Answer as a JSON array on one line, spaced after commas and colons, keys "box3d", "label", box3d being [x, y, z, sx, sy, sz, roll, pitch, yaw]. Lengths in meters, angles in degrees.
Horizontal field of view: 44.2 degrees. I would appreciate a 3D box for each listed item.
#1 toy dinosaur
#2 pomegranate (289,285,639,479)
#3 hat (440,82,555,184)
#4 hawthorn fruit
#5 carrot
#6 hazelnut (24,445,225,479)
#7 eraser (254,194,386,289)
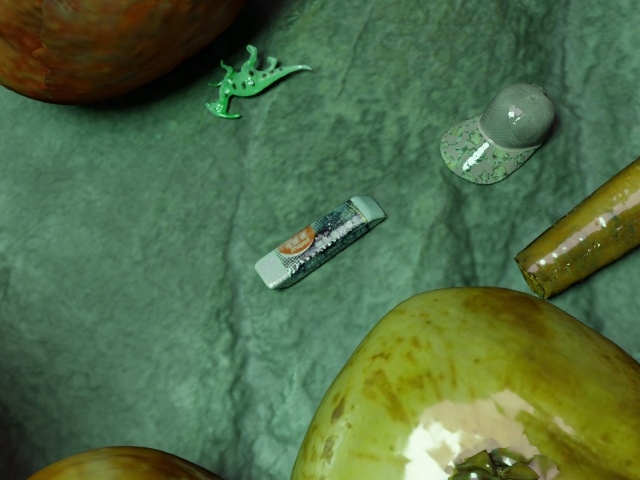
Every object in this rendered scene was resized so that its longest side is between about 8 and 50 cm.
[{"box3d": [-0.054, -0.123, 0.630, 0.083, 0.021, 0.062, 15, 75, 22], "label": "toy dinosaur"}, {"box3d": [0.086, 0.122, 0.374, 0.215, 0.215, 0.215, -5, 63, 10], "label": "pomegranate"}, {"box3d": [0.126, -0.080, 0.557, 0.087, 0.042, 0.058, -24, 61, 0], "label": "hat"}, {"box3d": [-0.149, -0.249, 0.591, 0.307, 0.276, 0.276, -17, 59, -26], "label": "hawthorn fruit"}, {"box3d": [0.200, -0.019, 0.509, 0.161, 0.055, 0.055, -33, 62, 3], "label": "carrot"}, {"box3d": [-0.095, 0.203, 0.405, 0.182, 0.182, 0.182, -5, 63, 10], "label": "hazelnut"}, {"box3d": [0.000, 0.000, 0.558, 0.099, 0.019, 0.027, -35, 63, -5], "label": "eraser"}]
